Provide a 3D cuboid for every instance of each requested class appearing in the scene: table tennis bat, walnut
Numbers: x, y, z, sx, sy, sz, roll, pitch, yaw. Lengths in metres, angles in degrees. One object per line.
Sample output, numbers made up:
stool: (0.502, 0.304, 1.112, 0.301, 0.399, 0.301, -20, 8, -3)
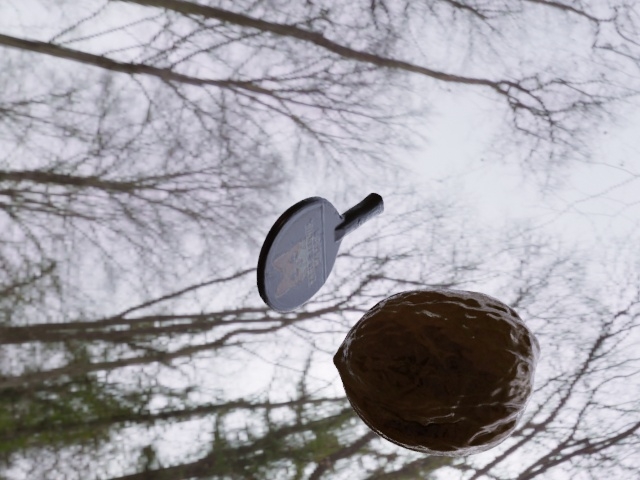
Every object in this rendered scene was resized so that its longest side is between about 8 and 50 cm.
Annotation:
table tennis bat: (0.000, 0.000, 1.308, 0.027, 0.236, 0.150, 24, -48, 34)
walnut: (0.102, 0.116, 0.929, 0.184, 0.155, 0.155, 7, -89, 9)
